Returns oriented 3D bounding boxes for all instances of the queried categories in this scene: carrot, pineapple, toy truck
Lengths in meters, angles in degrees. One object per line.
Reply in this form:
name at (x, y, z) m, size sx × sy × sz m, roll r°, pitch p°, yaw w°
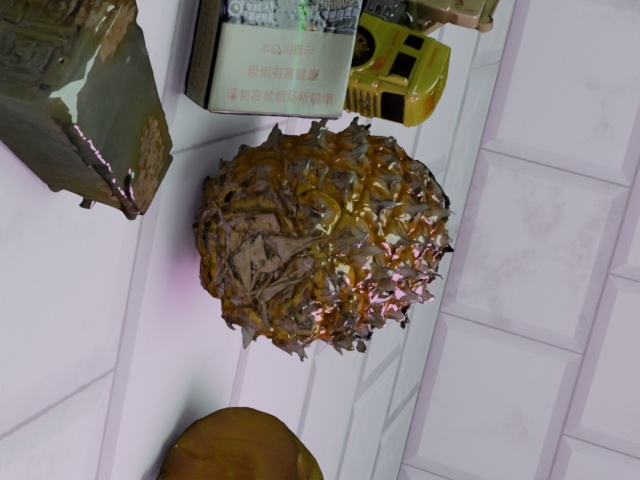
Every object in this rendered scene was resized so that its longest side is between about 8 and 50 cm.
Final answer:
carrot at (-0.117, 0.404, 1.922) m, size 0.340 × 0.241 × 0.241 m, roll 67°, pitch 41°, yaw -66°
pineapple at (-0.003, 0.001, 1.698) m, size 0.300 × 0.352 × 0.352 m, roll -23°, pitch 129°, yaw -55°
toy truck at (0.173, -0.399, 2.110) m, size 0.180 × 0.254 × 0.405 m, roll 75°, pitch 37°, yaw -71°

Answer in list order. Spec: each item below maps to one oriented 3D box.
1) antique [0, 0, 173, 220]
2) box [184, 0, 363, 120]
antique at (-0.232, -0.124, 1.162) m, size 0.284 × 0.125 × 0.150 m, roll 76°, pitch 35°, yaw -62°
box at (-0.046, -0.312, 1.510) m, size 0.198 × 0.084 × 0.310 m, roll 0°, pitch 111°, yaw -30°
